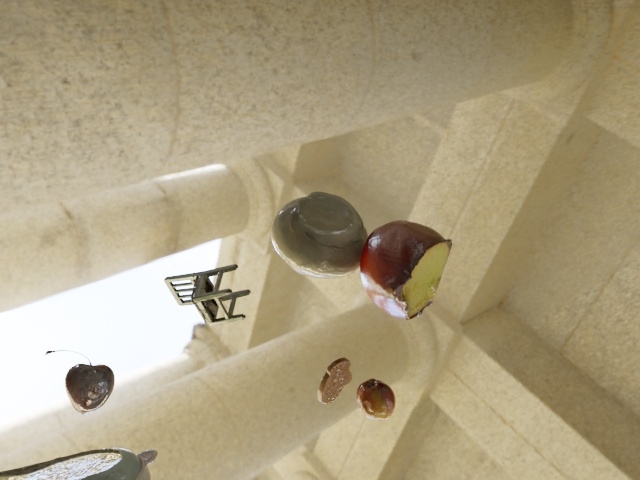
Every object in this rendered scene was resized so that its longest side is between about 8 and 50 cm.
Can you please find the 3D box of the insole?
[{"bbox_3d":[-0.329,0.272,0.761,0.081,0.248,0.011,-41,-115,24],"label":"insole"}]

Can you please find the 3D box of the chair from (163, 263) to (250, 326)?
[{"bbox_3d":[-0.380,0.189,2.173,0.270,0.147,0.136,-11,-53,13],"label":"chair"}]

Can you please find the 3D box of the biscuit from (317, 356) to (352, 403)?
[{"bbox_3d":[0.042,0.376,1.802,0.023,0.118,0.140,32,-73,37],"label":"biscuit"}]

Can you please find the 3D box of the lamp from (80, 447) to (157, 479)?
[{"bbox_3d":[-0.404,0.448,1.170,0.179,0.246,0.108,-17,-72,26],"label":"lamp"}]

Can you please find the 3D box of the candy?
[{"bbox_3d":[0.000,0.000,1.893,0.295,0.295,0.185,54,-38,20],"label":"candy"}]

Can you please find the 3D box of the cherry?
[{"bbox_3d":[-0.641,0.385,1.765,0.115,0.188,0.148,42,-66,46],"label":"cherry"}]

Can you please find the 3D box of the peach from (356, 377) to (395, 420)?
[{"bbox_3d":[0.141,0.407,1.698,0.100,0.100,0.101,21,-60,43],"label":"peach"}]

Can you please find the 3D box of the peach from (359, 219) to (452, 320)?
[{"bbox_3d":[0.200,0.074,1.781,0.201,0.361,0.258,25,-71,22],"label":"peach"}]
